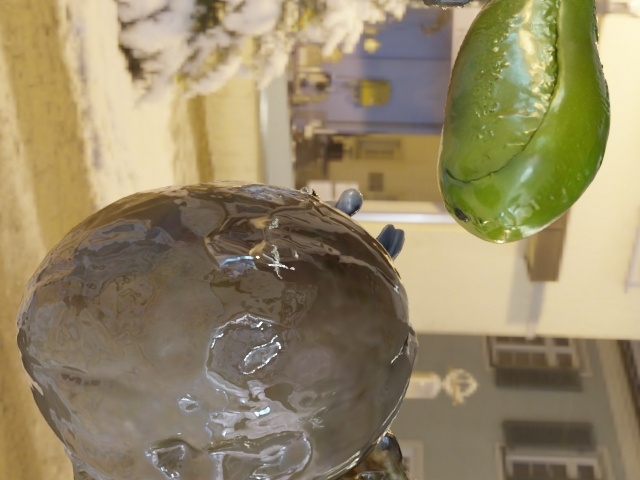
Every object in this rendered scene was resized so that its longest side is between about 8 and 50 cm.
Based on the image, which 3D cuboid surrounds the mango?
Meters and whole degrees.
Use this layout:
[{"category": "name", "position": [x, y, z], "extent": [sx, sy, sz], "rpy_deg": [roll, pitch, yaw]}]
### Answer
[{"category": "mango", "position": [0.113, -0.072, 0.556], "extent": [0.074, 0.091, 0.165], "rpy_deg": [56, 49, -50]}]

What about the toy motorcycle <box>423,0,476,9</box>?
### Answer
[{"category": "toy motorcycle", "position": [0.132, -0.287, 0.849], "extent": [0.134, 0.400, 0.207], "rpy_deg": [-88, 160, -44]}]

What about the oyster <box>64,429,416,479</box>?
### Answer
[{"category": "oyster", "position": [-0.043, 0.169, 0.665], "extent": [0.198, 0.337, 0.133], "rpy_deg": [-55, -176, 26]}]

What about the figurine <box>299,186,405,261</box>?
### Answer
[{"category": "figurine", "position": [0.000, 0.000, 0.651], "extent": [0.082, 0.086, 0.094], "rpy_deg": [-42, 169, -41]}]

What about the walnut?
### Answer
[{"category": "walnut", "position": [-0.042, 0.043, 0.422], "extent": [0.140, 0.162, 0.140], "rpy_deg": [172, -90, -90]}]
